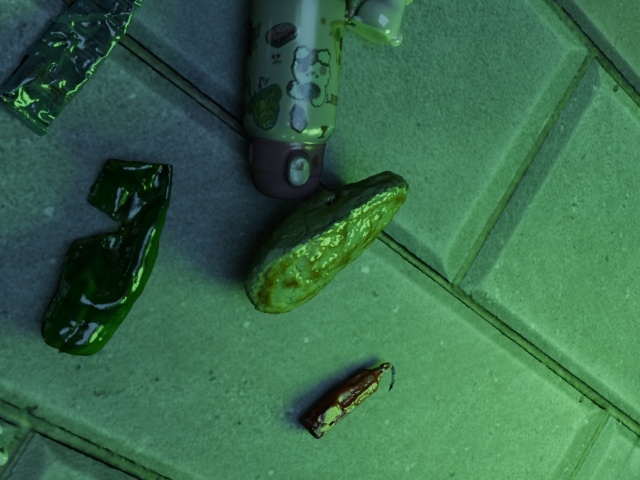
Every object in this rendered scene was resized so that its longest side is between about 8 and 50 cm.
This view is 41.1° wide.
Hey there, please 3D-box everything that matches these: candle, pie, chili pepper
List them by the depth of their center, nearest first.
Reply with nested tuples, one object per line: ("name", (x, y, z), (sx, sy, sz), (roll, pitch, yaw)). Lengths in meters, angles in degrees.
("chili pepper", (-0.244, 0.020, 1.001), (0.099, 0.083, 0.253), (22, 85, -21))
("pie", (0.000, 0.000, 1.092), (0.248, 0.201, 0.090), (-35, 74, -26))
("candle", (0.046, 0.225, 1.217), (0.162, 0.048, 0.053), (-36, 144, -20))

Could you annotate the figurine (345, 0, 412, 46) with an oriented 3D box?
("figurine", (0.088, -0.337, 1.105), (0.098, 0.081, 0.146), (24, 89, -30))

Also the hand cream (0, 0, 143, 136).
("hand cream", (-0.262, -0.234, 0.952), (0.075, 0.052, 0.248), (38, 81, -28))

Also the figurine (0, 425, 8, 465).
("figurine", (-0.452, 0.159, 0.829), (0.226, 0.274, 0.394), (-42, 135, -12))

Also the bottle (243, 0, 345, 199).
("bottle", (-0.035, -0.177, 1.050), (0.120, 0.120, 0.253), (-1, 100, -28))
